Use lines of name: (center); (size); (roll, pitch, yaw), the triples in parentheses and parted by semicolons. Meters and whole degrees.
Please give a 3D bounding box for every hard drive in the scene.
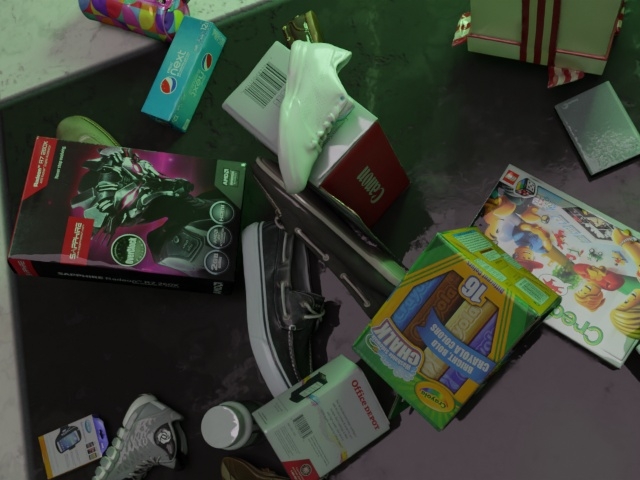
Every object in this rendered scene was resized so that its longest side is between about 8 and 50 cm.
hard drive: (0.455, -0.181, 1.119); (0.094, 0.022, 0.135); (-25, 72, 11)

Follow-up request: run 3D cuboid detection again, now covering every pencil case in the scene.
pencil case: (-0.375, -0.473, 1.390); (0.236, 0.104, 0.104); (18, 84, 20)

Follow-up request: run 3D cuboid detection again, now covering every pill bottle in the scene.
pill bottle: (-0.138, 0.304, 1.132); (0.078, 0.137, 0.078); (-4, 77, 16)

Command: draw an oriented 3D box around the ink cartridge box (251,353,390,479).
ink cartridge box: (0.003, 0.282, 1.073); (0.175, 0.072, 0.127); (-31, 110, -14)

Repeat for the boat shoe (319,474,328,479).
boat shoe: (-0.007, 0.375, 1.129); (0.038, 0.046, 0.125); (-19, 65, 17)

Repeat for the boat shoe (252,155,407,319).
boat shoe: (0.000, 0.000, 1.132); (0.335, 0.112, 0.095); (41, 104, -2)

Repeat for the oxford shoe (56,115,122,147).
oxford shoe: (-0.429, -0.115, 1.311); (0.123, 0.130, 0.348); (-36, 71, 7)

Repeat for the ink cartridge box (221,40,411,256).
ink cartridge box: (0.033, -0.126, 1.082); (0.272, 0.309, 0.130); (42, 92, 19)

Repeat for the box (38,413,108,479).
box: (-0.450, 0.378, 1.269); (0.136, 0.028, 0.081); (-23, 73, 8)

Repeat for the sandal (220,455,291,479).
sandal: (-0.091, 0.406, 1.140); (0.180, 0.049, 0.072); (5, 91, 31)

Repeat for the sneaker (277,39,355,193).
sneaker: (-0.003, -0.163, 0.900); (0.094, 0.080, 0.212); (6, 79, 5)

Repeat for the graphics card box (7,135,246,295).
graphics card box: (-0.322, -0.040, 1.189); (0.371, 0.094, 0.233); (8, 66, -9)

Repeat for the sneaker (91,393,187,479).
sneaker: (-0.306, 0.394, 1.193); (0.132, 0.086, 0.229); (20, 84, 17)

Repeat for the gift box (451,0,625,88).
gift box: (0.351, -0.406, 1.071); (0.255, 0.258, 0.276); (21, 77, 19)

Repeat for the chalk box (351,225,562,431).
chalk box: (0.185, 0.146, 1.027); (0.179, 0.180, 0.289); (43, 112, 19)

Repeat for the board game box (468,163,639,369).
board game box: (0.379, 0.036, 1.079); (0.305, 0.053, 0.193); (32, 90, 20)

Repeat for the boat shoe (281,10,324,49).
boat shoe: (-0.020, -0.324, 1.268); (0.073, 0.073, 0.207); (-20, 66, 14)

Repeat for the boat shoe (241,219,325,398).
boat shoe: (-0.052, 0.111, 1.155); (0.119, 0.121, 0.335); (-18, 72, 17)

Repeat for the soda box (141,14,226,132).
soda box: (-0.265, -0.325, 1.341); (0.071, 0.067, 0.210); (21, 85, 20)

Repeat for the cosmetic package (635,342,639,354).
cosmetic package: (0.553, 0.215, 0.950); (0.085, 0.117, 0.231); (-43, 69, 21)
